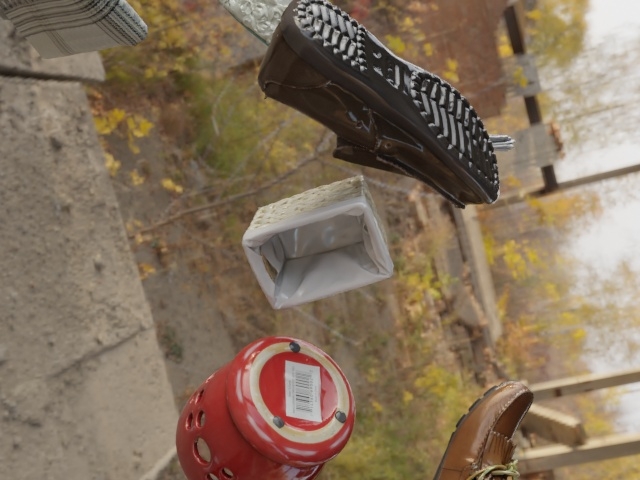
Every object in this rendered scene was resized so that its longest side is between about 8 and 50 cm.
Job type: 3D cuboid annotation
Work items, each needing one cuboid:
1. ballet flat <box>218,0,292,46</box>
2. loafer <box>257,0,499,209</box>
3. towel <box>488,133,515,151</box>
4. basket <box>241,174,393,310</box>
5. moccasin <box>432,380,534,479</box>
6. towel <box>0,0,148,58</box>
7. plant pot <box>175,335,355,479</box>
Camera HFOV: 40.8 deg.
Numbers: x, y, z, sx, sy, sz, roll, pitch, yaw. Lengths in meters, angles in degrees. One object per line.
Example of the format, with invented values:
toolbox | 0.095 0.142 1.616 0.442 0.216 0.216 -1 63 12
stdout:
ballet flat | -0.130 -0.462 1.498 0.409 0.147 0.147 41 4 17
loafer | 0.075 -0.151 1.058 0.366 0.130 0.133 35 41 -23
towel | 0.220 -0.202 1.737 0.209 0.285 0.034 -6 103 -36
basket | 0.000 0.000 1.097 0.103 0.167 0.113 -80 150 -62
moccasin | 0.274 0.418 1.489 0.380 0.147 0.139 -53 138 -20
towel | -0.393 -0.341 1.034 0.312 0.324 0.056 44 72 -36
plant pot | -0.066 0.223 1.070 0.174 0.191 0.191 126 -29 -45
